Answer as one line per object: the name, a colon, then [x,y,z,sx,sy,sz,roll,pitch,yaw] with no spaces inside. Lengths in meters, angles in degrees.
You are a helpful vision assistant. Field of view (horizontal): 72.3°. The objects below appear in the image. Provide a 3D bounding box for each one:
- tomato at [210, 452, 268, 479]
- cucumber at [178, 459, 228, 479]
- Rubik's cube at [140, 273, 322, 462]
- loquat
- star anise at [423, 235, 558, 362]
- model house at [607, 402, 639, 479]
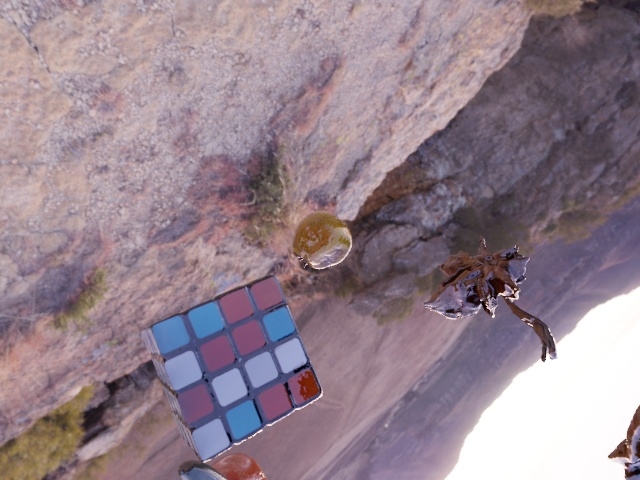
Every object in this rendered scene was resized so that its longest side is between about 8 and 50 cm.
tomato: [-0.229,0.662,1.083,0.232,0.232,0.188,-45,162,-3]
cucumber: [-0.210,0.415,0.769,0.048,0.048,0.105,-41,126,-12]
Rubik's cube: [-0.115,0.146,0.534,0.151,0.155,0.154,-22,177,-27]
loquat: [0.000,0.000,0.990,0.137,0.137,0.113,-50,-166,7]
star anise: [0.372,0.123,0.953,0.237,0.346,0.148,-40,138,-4]
model house: [0.330,0.147,0.312,0.199,0.220,0.229,64,30,-23]
